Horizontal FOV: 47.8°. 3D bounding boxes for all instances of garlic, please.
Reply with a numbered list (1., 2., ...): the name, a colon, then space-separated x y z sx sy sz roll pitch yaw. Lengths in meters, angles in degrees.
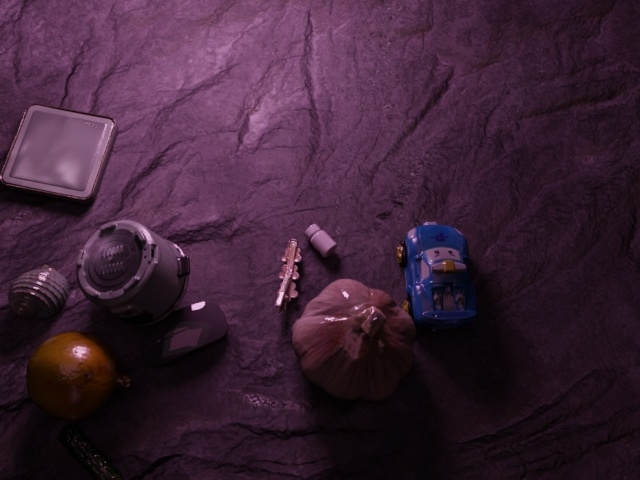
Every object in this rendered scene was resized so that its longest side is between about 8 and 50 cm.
1. garlic: 0.085 0.255 1.819 0.321 0.241 0.322 -2 81 14

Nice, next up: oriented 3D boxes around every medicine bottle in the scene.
1. medicine bottle: 0.000 0.000 1.990 0.052 0.052 0.089 -40 77 -17

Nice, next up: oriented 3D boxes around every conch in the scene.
1. conch: -0.726 0.133 1.865 0.135 0.102 0.153 32 69 -8

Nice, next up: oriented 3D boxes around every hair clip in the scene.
1. hair clip: -0.085 0.100 1.950 0.062 0.056 0.214 3 59 14

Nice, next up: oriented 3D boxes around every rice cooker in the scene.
1. rice cooker: -0.470 0.086 1.832 0.280 0.227 0.241 -16 65 12

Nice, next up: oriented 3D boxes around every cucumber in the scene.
1. cucumber: -0.557 0.521 1.747 0.187 0.058 0.058 43 72 11

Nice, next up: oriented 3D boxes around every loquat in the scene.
1. loquat: -0.579 0.326 1.747 0.246 0.213 0.214 7 69 -2

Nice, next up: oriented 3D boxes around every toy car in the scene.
1. toy car: 0.316 0.087 1.924 0.198 0.166 0.314 1 68 -8

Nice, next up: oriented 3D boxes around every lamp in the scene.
1. lamp: -0.733 -0.248 2.036 0.266 0.047 0.269 12 69 0

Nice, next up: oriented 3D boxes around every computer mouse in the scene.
1. computer mouse: -0.355 0.239 1.870 0.232 0.057 0.120 -22 72 -12
